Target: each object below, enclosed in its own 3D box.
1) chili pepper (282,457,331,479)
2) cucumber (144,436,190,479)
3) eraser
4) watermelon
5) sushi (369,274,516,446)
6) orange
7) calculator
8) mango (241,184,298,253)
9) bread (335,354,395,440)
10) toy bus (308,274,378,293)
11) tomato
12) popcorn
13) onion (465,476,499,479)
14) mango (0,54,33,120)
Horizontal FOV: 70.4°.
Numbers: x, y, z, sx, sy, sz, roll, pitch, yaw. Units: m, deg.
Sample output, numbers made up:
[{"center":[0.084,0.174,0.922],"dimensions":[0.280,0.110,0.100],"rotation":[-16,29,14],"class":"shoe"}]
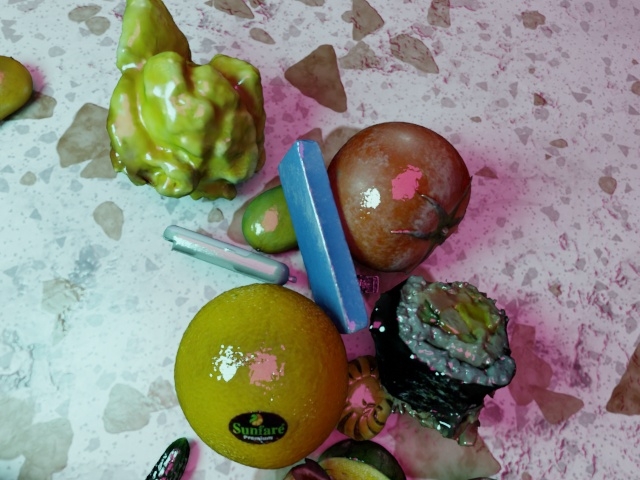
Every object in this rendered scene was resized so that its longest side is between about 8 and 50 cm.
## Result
[{"center":[-0.030,0.523,0.653],"dimensions":[0.251,0.229,0.305],"rotation":[41,87,-24],"class":"chili pepper"},{"center":[-0.275,0.414,0.719],"dimensions":[0.052,0.058,0.214],"rotation":[17,66,35],"class":"cucumber"},{"center":[0.000,0.000,0.760],"dimensions":[0.043,0.144,0.311],"rotation":[-15,86,-19],"class":"eraser"},{"center":[0.094,0.397,0.780],"dimensions":[0.182,0.075,0.092],"rotation":[35,118,7],"class":"watermelon"},{"center":[0.188,0.195,0.753],"dimensions":[0.225,0.218,0.238],"rotation":[29,52,22],"class":"sushi"},{"center":[-0.086,0.201,0.698],"dimensions":[0.274,0.274,0.274],"rotation":[2,74,-6],"class":"orange"},{"center":[-0.158,0.031,0.803],"dimensions":[0.246,0.141,0.045],"rotation":[20,84,0],"class":"calculator"},{"center":[-0.060,-0.051,0.865],"dimensions":[0.191,0.085,0.122],"rotation":[-34,79,-13],"class":"mango"},{"center":[0.073,0.274,0.795],"dimensions":[0.139,0.071,0.130],"rotation":[-36,76,-15],"class":"bread"},{"center":[0.042,0.081,0.856],"dimensions":[0.131,0.052,0.036],"rotation":[4,81,-3],"class":"toy bus"},{"center":[0.124,-0.080,0.806],"dimensions":[0.265,0.265,0.264],"rotation":[2,74,-6],"class":"tomato"},{"center":[-0.226,-0.234,0.817],"dimensions":[0.290,0.325,0.321],"rotation":[18,113,-7],"class":"popcorn"},{"center":[0.259,0.498,0.688],"dimensions":[0.247,0.190,0.246],"rotation":[12,60,-22],"class":"onion"},{"center":[-0.641,-0.281,0.867],"dimensions":[0.115,0.090,0.178],"rotation":[45,82,-1],"class":"mango"}]
